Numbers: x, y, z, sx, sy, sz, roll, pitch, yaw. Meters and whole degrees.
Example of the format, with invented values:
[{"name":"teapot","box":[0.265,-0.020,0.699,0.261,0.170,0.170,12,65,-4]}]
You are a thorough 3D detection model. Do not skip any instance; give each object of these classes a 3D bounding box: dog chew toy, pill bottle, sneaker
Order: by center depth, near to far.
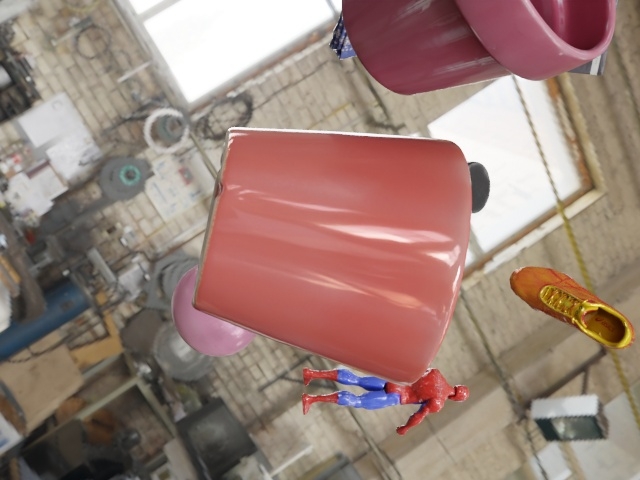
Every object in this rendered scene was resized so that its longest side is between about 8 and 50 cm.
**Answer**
[{"name":"sneaker","box":[0.326,0.080,1.054,0.175,0.064,0.067,28,2,25]},{"name":"pill bottle","box":[0.201,-0.102,1.523,0.219,0.123,0.123,7,-46,46]},{"name":"dog chew toy","box":[-0.148,0.115,1.719,0.207,0.331,0.207,53,24,-36]}]

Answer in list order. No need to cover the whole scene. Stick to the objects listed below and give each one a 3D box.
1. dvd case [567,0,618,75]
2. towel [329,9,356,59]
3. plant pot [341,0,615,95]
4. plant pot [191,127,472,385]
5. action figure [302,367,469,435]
[{"name":"dvd case","box":[0.386,-0.374,1.382,0.018,0.221,0.165,-90,-175,-70]},{"name":"towel","box":[0.147,-0.375,1.005,0.040,0.243,0.336,62,-25,27]},{"name":"plant pot","box":[0.125,-0.217,0.704,0.180,0.201,0.201,-20,-73,43]},{"name":"plant pot","box":[0.000,0.000,0.869,0.275,0.243,0.275,-168,-90,-81]},{"name":"action figure","box":[0.113,0.279,1.404,0.139,0.280,0.092,85,5,-49]}]
